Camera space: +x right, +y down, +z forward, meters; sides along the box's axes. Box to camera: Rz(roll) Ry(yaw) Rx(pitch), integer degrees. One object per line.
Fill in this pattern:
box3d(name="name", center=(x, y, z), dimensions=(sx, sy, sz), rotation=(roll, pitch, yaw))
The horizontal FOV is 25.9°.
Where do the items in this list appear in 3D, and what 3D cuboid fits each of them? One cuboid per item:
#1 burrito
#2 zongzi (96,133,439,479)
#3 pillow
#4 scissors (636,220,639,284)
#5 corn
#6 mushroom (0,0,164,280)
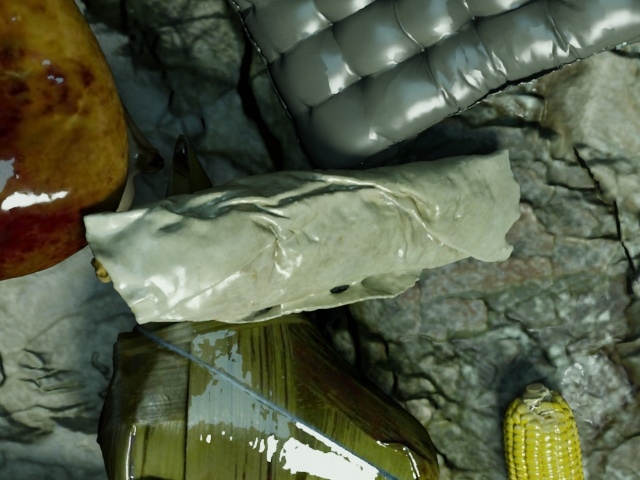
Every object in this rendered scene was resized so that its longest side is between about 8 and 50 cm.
box3d(name="burrito", center=(0.000, 0.000, 1.105), dimensions=(0.392, 0.076, 0.117), rotation=(-10, 101, -32))
box3d(name="zongzi", center=(-0.028, 0.079, 1.159), dimensions=(0.286, 0.138, 0.300), rotation=(9, 91, -6))
box3d(name="pillow", center=(0.096, -0.203, 1.124), dimensions=(0.326, 0.101, 0.228), rotation=(-25, 94, 13))
box3d(name="scissors", center=(0.371, 0.010, 1.222), dimensions=(0.189, 0.015, 0.100), rotation=(0, 94, -3))
box3d(name="corn", center=(0.198, 0.225, 1.211), dimensions=(0.067, 0.067, 0.206), rotation=(-8, 98, -1))
box3d(name="mushroom", center=(-0.298, -0.111, 1.098), dimensions=(0.345, 0.259, 0.345), rotation=(10, 113, 23))
